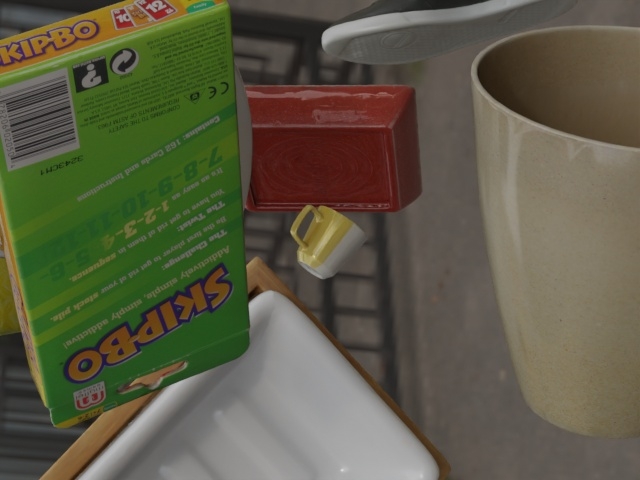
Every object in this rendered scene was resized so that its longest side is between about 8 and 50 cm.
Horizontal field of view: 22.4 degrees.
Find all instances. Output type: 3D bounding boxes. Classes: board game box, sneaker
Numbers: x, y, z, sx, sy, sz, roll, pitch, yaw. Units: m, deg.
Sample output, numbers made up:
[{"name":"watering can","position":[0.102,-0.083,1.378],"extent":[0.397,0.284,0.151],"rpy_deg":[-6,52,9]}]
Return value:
[{"name":"board game box","position":[-0.100,-0.008,0.828],"extent":[0.039,0.124,0.259],"rpy_deg":[54,156,40]},{"name":"sneaker","position":[0.134,-0.300,1.855],"extent":[0.104,0.295,0.147],"rpy_deg":[78,178,-73]}]

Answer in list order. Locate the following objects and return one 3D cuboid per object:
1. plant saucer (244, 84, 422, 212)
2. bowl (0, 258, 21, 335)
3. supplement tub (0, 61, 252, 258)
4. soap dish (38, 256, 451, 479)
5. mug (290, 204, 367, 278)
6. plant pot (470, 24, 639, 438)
[{"name":"plant saucer","position":[-0.004,-0.106,2.057],"extent":[0.258,0.259,0.048],"rpy_deg":[80,-168,-60]},{"name":"bowl","position":[-0.531,0.042,2.299],"extent":[0.289,0.289,0.156],"rpy_deg":[-150,59,-75]},{"name":"supplement tub","position":[-0.250,-0.096,1.652],"extent":[0.228,0.316,0.228],"rpy_deg":[-2,-90,-69]},{"name":"soap dish","position":[-0.078,0.192,1.193],"extent":[0.291,0.229,0.118],"rpy_deg":[-46,15,-14]},{"name":"mug","position":[0.001,0.002,1.727],"extent":[0.064,0.078,0.062],"rpy_deg":[-56,6,-10]},{"name":"plant pot","position":[0.231,0.004,1.249],"extent":[0.256,0.256,0.274],"rpy_deg":[-109,20,-61]}]
